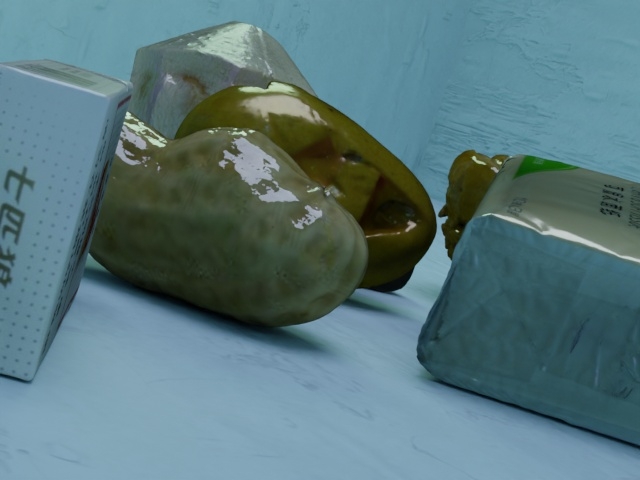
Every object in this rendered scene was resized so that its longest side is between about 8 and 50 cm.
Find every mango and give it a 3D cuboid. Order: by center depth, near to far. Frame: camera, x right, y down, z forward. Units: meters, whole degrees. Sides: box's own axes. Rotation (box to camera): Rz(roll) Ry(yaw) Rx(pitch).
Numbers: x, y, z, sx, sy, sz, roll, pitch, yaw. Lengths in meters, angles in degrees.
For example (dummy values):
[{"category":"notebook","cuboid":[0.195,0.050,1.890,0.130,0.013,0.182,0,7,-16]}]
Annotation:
[{"category":"mango","cuboid":[-0.020,-0.063,1.658,0.365,0.253,0.182,22,-20,-13]}]

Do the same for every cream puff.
[{"category":"cream puff","cuboid":[0.331,0.010,1.949,0.343,0.231,0.327,21,10,-22]}]

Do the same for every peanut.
[{"category":"peanut","cuboid":[-0.133,-0.033,1.328,0.387,0.192,0.169,19,16,15]}]

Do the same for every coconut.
[{"category":"coconut","cuboid":[-0.145,-0.168,1.878,0.298,0.309,0.297,14,4,-1]}]

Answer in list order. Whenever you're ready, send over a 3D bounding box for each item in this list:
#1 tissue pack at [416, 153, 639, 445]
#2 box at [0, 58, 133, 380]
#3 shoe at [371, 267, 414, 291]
[{"category":"tissue pack","cuboid":[0.315,0.053,1.435,0.332,0.205,0.405,19,18,9]},{"category":"box","cuboid":[-0.226,-0.036,1.026,0.095,0.210,0.330,16,7,-9]},{"category":"shoe","cuboid":[0.000,0.000,1.812,0.275,0.103,0.098,20,3,-24]}]
